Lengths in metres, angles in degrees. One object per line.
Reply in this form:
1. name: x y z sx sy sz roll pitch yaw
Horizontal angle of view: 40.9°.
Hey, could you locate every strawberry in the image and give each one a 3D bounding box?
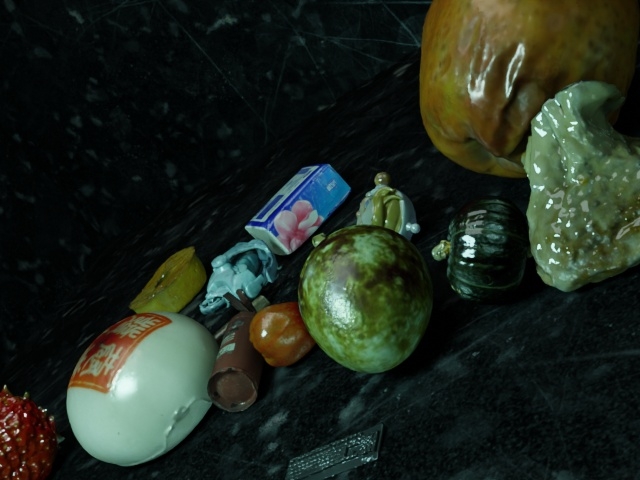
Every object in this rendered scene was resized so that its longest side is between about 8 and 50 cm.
1. strawberry: -0.823 0.549 2.136 0.292 0.292 0.343 -27 17 32

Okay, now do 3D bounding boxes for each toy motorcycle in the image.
1. toy motorcycle: -0.207 0.099 2.247 0.206 0.154 0.260 -21 21 15

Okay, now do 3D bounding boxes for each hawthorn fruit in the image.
1. hawthorn fruit: 0.409 -0.340 1.693 0.472 0.472 0.472 -35 18 13
2. hawthorn fruit: -0.073 0.191 1.774 0.138 0.133 0.133 -34 18 4

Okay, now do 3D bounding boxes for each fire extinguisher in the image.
1. fire extinguisher: -0.179 0.220 1.876 0.106 0.147 0.337 -32 19 17

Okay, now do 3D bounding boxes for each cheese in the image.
1. cheese: 0.000 0.000 2.265 0.044 0.030 0.083 -18 13 -2

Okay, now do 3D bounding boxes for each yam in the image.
1. yam: -0.255 0.253 2.119 0.327 0.045 0.045 -43 -15 -14

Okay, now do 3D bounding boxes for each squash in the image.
1. squash: 0.275 0.014 1.430 0.156 0.193 0.193 21 51 23

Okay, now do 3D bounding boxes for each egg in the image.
1. egg: 0.078 0.105 1.500 0.238 0.238 0.289 -31 30 24

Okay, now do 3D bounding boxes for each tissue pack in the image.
1. tissue pack: -0.061 -0.086 2.439 0.269 0.137 0.209 -47 19 -16

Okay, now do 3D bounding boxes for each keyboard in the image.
1. keyboard: 0.017 0.350 1.376 0.196 0.015 0.074 -29 20 29

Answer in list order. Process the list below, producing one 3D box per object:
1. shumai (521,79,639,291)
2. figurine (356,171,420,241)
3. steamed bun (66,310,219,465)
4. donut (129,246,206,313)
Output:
1. shumai: 0.407 -0.100 1.315 0.314 0.262 0.267 -45 17 -13
2. figurine: 0.139 -0.040 1.955 0.274 0.133 0.193 122 160 -72
3. steamed bun: -0.411 0.308 1.912 0.374 0.241 0.374 -34 26 19
4. donut: -0.473 0.150 2.706 0.277 0.108 0.277 -35 18 13
